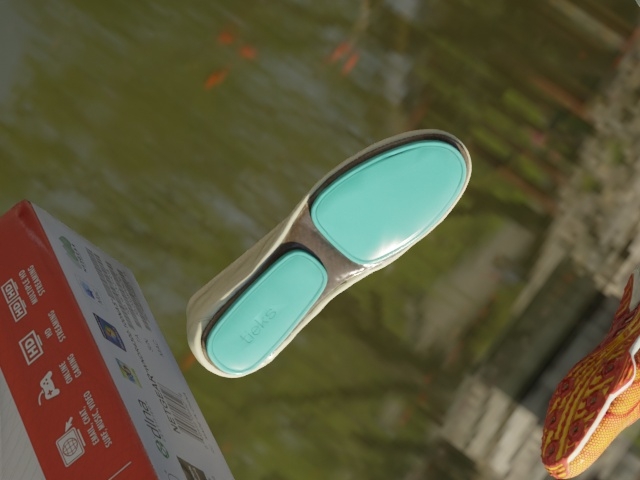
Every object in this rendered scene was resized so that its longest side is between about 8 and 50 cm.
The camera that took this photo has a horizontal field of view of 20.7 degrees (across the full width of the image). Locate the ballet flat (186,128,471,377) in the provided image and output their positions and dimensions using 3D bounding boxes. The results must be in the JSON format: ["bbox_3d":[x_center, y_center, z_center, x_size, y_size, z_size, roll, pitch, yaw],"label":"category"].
[{"bbox_3d":[0.000,0.000,1.285,0.248,0.086,0.086,-38,168,2],"label":"ballet flat"}]

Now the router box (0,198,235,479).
[{"bbox_3d":[-0.154,0.200,0.705,0.301,0.335,0.082,-39,142,9],"label":"router box"}]

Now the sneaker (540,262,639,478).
[{"bbox_3d":[0.195,0.080,1.058,0.175,0.067,0.064,-50,-163,-22],"label":"sneaker"}]

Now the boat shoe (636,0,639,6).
[{"bbox_3d":[0.246,-0.238,1.019,0.079,0.084,0.233,11,101,-30],"label":"boat shoe"}]
